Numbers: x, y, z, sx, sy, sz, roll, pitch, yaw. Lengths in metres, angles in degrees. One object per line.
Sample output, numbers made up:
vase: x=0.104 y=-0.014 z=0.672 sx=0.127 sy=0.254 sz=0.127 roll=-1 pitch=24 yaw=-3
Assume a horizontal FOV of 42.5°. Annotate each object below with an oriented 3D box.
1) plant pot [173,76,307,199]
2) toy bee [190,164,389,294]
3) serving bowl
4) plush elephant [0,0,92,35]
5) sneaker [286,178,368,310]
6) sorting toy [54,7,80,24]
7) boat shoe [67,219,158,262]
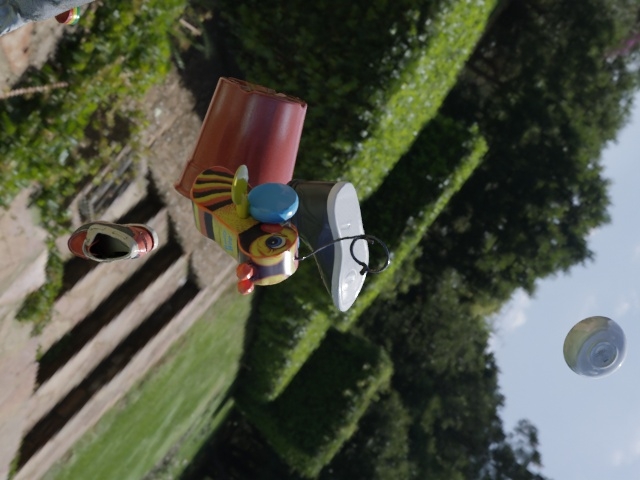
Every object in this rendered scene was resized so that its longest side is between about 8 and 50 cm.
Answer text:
plant pot: x=-0.161 y=-0.210 z=1.837 sx=0.272 sy=0.273 sz=0.264 roll=-39 pitch=149 yaw=-74
toy bee: x=-0.085 y=-0.009 z=1.113 sx=0.162 sy=0.298 sz=0.195 roll=-40 pitch=123 yaw=-38
serving bowl: x=0.349 y=0.138 z=1.034 sx=0.083 sy=0.083 sz=0.027 roll=-55 pitch=-166 yaw=9
plush elephant: x=-0.385 y=-0.446 z=1.111 sx=0.330 sy=0.255 sz=0.271 roll=-15 pitch=-152 yaw=21
sneaker: x=0.000 y=0.000 z=1.565 sx=0.104 sy=0.147 sz=0.295 roll=-45 pitch=140 yaw=-38
sorting toy: x=-0.498 y=-0.521 z=1.465 sx=0.132 sy=0.274 sz=0.046 roll=-47 pitch=161 yaw=30
boat shoe: x=-0.252 y=0.004 z=0.963 sx=0.043 sy=0.137 sz=0.049 roll=-35 pitch=118 yaw=-51
